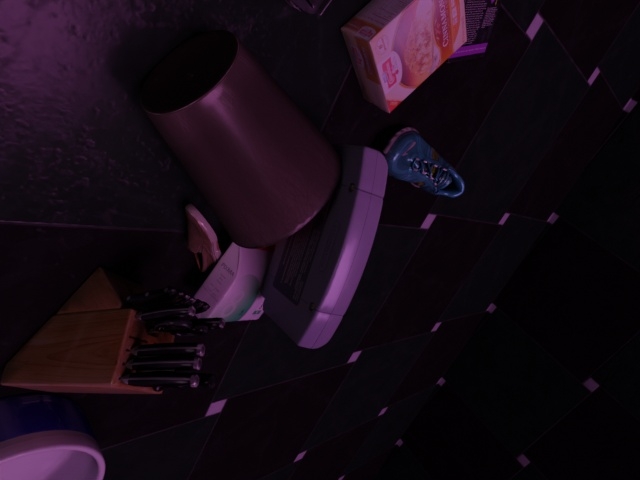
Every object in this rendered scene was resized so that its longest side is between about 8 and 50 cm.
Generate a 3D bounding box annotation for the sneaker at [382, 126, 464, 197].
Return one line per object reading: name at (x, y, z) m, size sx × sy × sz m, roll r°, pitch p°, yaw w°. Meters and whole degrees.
sneaker at (0.216, -0.151, 0.893) m, size 0.275 × 0.110 × 0.107 m, roll 8°, pitch 117°, yaw -49°

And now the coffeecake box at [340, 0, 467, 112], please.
coffeecake box at (0.136, -0.320, 0.680) m, size 0.185 × 0.068 × 0.142 m, roll -44°, pitch 146°, yaw -5°

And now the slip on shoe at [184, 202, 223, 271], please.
slip on shoe at (-0.184, 0.000, 0.664) m, size 0.041 × 0.051 × 0.135 m, roll -36°, pitch 151°, yaw -20°

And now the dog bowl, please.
dog bowl at (-0.476, 0.362, 0.650) m, size 0.264 × 0.104 × 0.265 m, roll -29°, pitch 141°, yaw -26°

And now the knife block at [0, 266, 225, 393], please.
knife block at (-0.261, 0.164, 0.568) m, size 0.276 × 0.242 × 0.088 m, roll -46°, pitch 144°, yaw -2°

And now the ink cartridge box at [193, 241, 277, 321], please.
ink cartridge box at (-0.101, 0.040, 0.753) m, size 0.225 × 0.056 × 0.181 m, roll -52°, pitch 160°, yaw 7°

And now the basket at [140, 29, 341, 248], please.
basket at (-0.097, -0.127, 0.551) m, size 0.204 × 0.154 × 0.227 m, roll -45°, pitch 142°, yaw -6°

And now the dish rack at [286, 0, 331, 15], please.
dish rack at (0.028, -0.403, 0.479) m, size 0.272 × 0.074 × 0.208 m, roll -53°, pitch 144°, yaw 7°

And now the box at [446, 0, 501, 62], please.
box at (0.276, -0.410, 0.778) m, size 0.116 × 0.029 × 0.162 m, roll -23°, pitch 139°, yaw -33°

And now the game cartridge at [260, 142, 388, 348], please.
game cartridge at (0.000, 0.000, 0.671) m, size 0.062 × 0.198 × 0.298 m, roll 15°, pitch 96°, yaw -36°
